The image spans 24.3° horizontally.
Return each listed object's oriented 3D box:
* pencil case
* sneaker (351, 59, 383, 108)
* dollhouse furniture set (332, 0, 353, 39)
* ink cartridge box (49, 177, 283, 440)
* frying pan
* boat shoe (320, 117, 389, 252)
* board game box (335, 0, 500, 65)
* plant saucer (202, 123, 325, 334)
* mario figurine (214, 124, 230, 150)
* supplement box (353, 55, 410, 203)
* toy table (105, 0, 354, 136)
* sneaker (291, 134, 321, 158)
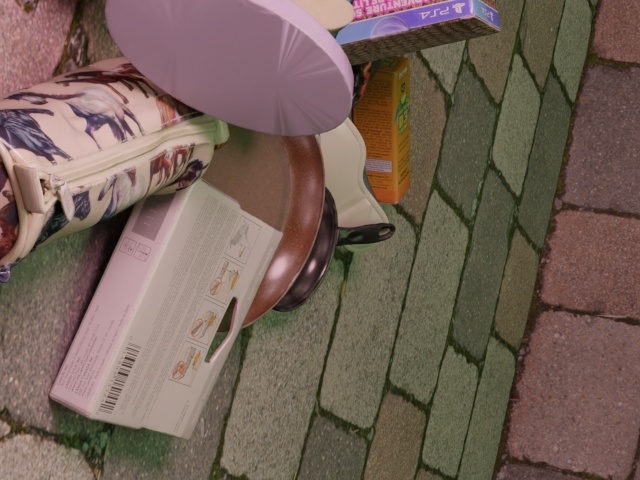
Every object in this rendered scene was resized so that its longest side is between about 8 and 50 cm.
[{"bbox_3d":[-0.245,-0.080,1.449,0.410,0.183,0.160,-34,131,-62],"label":"pencil case"},{"bbox_3d":[0.060,-0.331,2.183,0.135,0.097,0.276,-55,164,-60],"label":"sneaker"},{"bbox_3d":[-0.072,-0.369,1.726,0.198,0.286,0.303,-45,159,-84],"label":"dollhouse furniture set"},{"bbox_3d":[-0.177,0.081,1.771,0.296,0.066,0.261,-66,156,-5],"label":"ink cartridge box"},{"bbox_3d":[-0.004,-0.024,2.179,0.326,0.053,0.197,-39,134,-42],"label":"frying pan"},{"bbox_3d":[0.016,-0.111,2.254,0.099,0.116,0.319,61,-1,43],"label":"boat shoe"},{"bbox_3d":[0.095,-0.405,1.992,0.141,0.232,0.291,2,80,-68],"label":"board game box"},{"bbox_3d":[-0.111,-0.034,1.894,0.310,0.050,0.311,-28,128,-43],"label":"plant saucer"},{"bbox_3d":[-0.096,-0.264,1.769,0.198,0.170,0.321,72,36,-46],"label":"mario figurine"},{"bbox_3d":[0.100,-0.181,2.417,0.078,0.080,0.233,-51,142,-55],"label":"supplement box"},{"bbox_3d":[-0.076,-0.238,1.481,0.274,0.252,0.161,40,44,-39],"label":"toy table"},{"bbox_3d":[-0.051,-0.171,2.014,0.153,0.094,0.235,-61,162,-58],"label":"sneaker"}]
